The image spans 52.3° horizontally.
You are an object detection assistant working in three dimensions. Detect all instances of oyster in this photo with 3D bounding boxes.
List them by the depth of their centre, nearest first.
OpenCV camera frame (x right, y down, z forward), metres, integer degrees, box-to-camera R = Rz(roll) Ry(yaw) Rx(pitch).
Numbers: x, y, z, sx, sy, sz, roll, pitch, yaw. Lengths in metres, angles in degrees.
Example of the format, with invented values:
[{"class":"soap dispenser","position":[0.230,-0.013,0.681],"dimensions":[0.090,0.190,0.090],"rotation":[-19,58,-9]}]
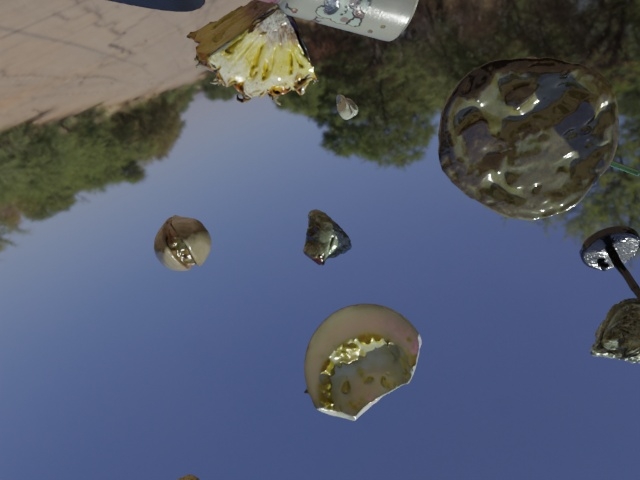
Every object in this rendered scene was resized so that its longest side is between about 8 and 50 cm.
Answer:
[{"class":"oyster","position":[0.591,0.167,1.210],"dimensions":[0.177,0.064,0.125],"rotation":[4,-121,7]}]

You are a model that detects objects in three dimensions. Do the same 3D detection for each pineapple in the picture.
[{"class":"pineapple","position":[-0.104,-0.339,1.138],"dimensions":[0.236,0.186,0.115],"rotation":[-1,-138,-30]}]

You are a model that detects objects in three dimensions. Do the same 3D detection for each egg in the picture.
[{"class":"egg","position":[0.100,0.258,1.419],"dimensions":[0.271,0.162,0.206],"rotation":[-34,-125,9]}]

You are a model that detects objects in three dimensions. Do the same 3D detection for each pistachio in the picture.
[{"class":"pistachio","position":[-0.293,0.003,1.376],"dimensions":[0.124,0.125,0.185],"rotation":[-28,180,-6]}]

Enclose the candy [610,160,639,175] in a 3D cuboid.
[{"class":"candy","position":[0.477,-0.194,1.281],"dimensions":[0.305,0.091,0.083],"rotation":[25,-129,18]}]

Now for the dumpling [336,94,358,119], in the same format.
[{"class":"dumpling","position":[0.055,-0.297,1.440],"dimensions":[0.043,0.059,0.077],"rotation":[-40,-177,13]}]

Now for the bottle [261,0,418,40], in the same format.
[{"class":"bottle","position":[0.001,-0.327,0.806],"dimensions":[0.233,0.110,0.110],"rotation":[8,-176,-22]}]

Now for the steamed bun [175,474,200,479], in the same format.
[{"class":"steamed bun","position":[-0.312,0.579,1.214],"dimensions":[0.137,0.296,0.292],"rotation":[14,-142,5]}]

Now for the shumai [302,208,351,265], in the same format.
[{"class":"shumai","position":[0.000,0.000,1.367],"dimensions":[0.087,0.124,0.099],"rotation":[-46,-154,-9]}]

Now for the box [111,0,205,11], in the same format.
[{"class":"box","position":[-0.258,-0.359,0.818],"dimensions":[0.212,0.042,0.201],"rotation":[9,170,1]}]

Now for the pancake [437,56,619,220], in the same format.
[{"class":"pancake","position":[0.339,-0.168,1.087],"dimensions":[0.294,0.295,0.049],"rotation":[-21,-164,16]}]

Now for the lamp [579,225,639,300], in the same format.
[{"class":"lamp","position":[0.578,0.087,1.128],"dimensions":[0.130,0.109,0.371],"rotation":[0,-153,-3]}]
